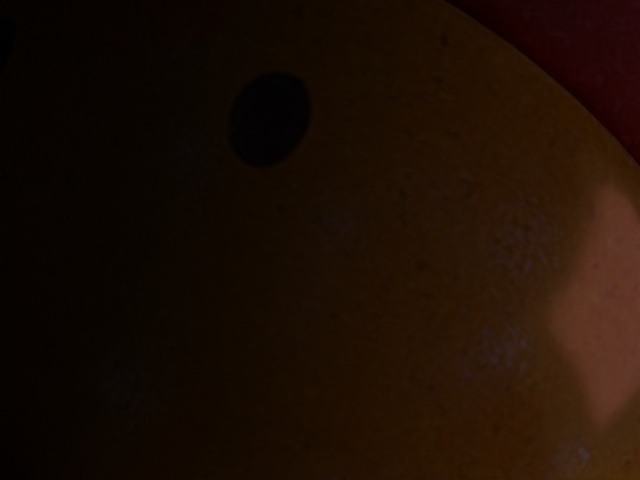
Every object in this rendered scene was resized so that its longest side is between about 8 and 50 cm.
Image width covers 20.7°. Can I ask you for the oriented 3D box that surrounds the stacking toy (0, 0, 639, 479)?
[{"bbox_3d":[0.013,-0.008,0.436,0.350,0.350,0.480,84,28,-49],"label":"stacking toy"}]
